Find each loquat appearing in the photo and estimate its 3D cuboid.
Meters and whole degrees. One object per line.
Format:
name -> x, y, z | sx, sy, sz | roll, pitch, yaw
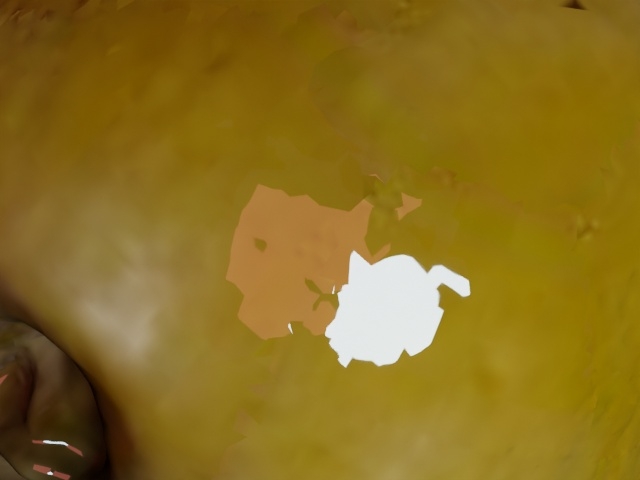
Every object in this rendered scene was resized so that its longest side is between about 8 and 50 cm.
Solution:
loquat -> 0.000, 0.000, 0.567 | 0.274, 0.275, 0.275 | 0, 92, 3
